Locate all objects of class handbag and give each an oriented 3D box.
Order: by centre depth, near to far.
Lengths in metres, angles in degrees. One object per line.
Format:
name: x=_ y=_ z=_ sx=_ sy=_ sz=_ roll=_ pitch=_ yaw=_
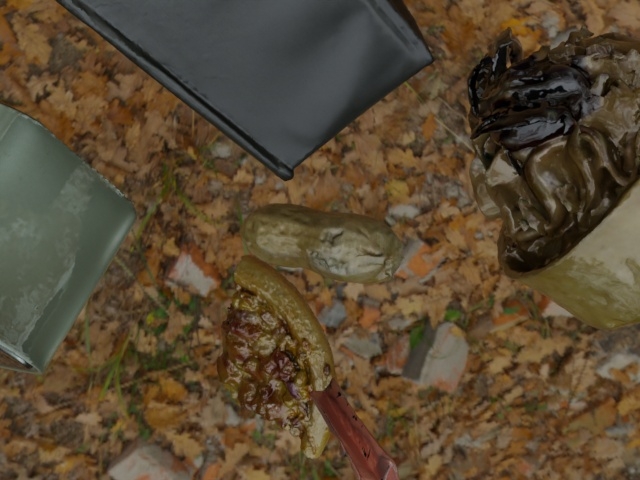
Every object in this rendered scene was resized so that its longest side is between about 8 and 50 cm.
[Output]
handbag: x=0.062 y=0.342 z=1.217 sx=0.059 sy=0.212 sz=0.157 roll=-29 pitch=131 yaw=-9

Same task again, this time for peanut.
peanut: x=0.000 y=0.000 z=0.941 sx=0.214 sy=0.099 sz=0.099 roll=15 pitch=119 yaw=15

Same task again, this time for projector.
projector: x=-0.424 y=0.002 z=0.948 sx=0.248 sy=0.249 sz=0.248 roll=-3 pitch=142 yaw=44

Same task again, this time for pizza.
pizza: x=-0.095 y=0.226 z=1.435 sx=0.278 sy=0.114 sz=0.409 roll=-13 pitch=92 yaw=37

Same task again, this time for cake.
cake: x=0.297 y=-0.100 z=0.895 sx=0.321 sy=0.332 sz=0.332 roll=33 pitch=111 yaw=-7

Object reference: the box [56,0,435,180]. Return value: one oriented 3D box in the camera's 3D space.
box: x=-0.088 y=-0.272 z=0.704 sx=0.204 sy=0.251 sz=0.345 roll=-35 pitch=137 yaw=20
